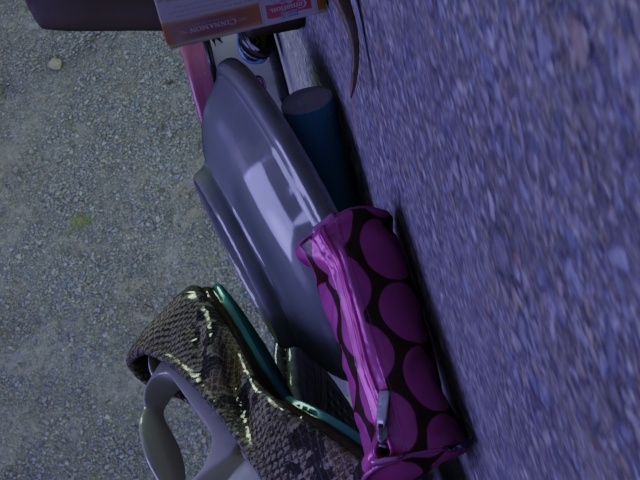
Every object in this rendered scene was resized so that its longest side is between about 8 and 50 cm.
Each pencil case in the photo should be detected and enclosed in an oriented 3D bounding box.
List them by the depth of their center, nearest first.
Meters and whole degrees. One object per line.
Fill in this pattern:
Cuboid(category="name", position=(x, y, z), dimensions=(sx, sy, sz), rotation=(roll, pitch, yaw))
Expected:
Cuboid(category="pencil case", position=(0.042, 0.075, 0.835), dimensions=(0.098, 0.095, 0.209), rotation=(16, -130, -52))

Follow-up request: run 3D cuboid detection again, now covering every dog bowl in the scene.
Cuboid(category="dog bowl", position=(-0.144, -0.256, 1.936), dimensions=(0.408, 0.150, 0.407), rotation=(165, 90, -86))

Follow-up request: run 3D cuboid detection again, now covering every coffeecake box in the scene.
Cuboid(category="coffeecake box", position=(-0.080, -0.261, 0.908), dimensions=(0.185, 0.142, 0.068), rotation=(79, 175, -49))

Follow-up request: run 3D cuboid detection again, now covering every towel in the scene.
Cuboid(category="towel", position=(0.036, 0.288, 1.277), dimensions=(0.324, 0.056, 0.312), rotation=(-96, -20, -56))

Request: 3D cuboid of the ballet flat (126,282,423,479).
Cuboid(category="ballet flat", position=(-0.063, 0.200, 1.057), dimensions=(0.483, 0.182, 0.164), rotation=(37, 164, 53))

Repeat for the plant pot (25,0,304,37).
Cuboid(category="plant pot", position=(-0.190, -0.350, 1.196), dimensions=(0.323, 0.281, 0.323), rotation=(164, 90, -86))

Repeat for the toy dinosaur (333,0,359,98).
Cuboid(category="toy dinosaur", position=(-0.006, -0.215, 0.779), dimensions=(0.211, 0.064, 0.112), rotation=(65, -173, 8))

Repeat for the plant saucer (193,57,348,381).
Cuboid(category="plant saucer", position=(-0.047, 0.003, 1.203), dimensions=(0.400, 0.101, 0.400), rotation=(61, 173, 12))

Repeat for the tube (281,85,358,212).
Cuboid(category="tube", position=(0.014, -0.055, 1.129), dimensions=(0.080, 0.052, 0.207), rotation=(-97, -10, -56))

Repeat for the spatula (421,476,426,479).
Cuboid(category="spatula", position=(0.125, 0.322, 1.021), dimensions=(0.084, 0.030, 0.296), rotation=(-139, 34, -78))

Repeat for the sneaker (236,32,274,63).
Cuboid(category="sneaker", position=(-0.101, -0.356, 1.643), dimensions=(0.078, 0.067, 0.188), rotation=(-1, 103, 65))

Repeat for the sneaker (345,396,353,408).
Cuboid(category="sneaker", position=(0.019, 0.290, 1.608), dimensions=(0.305, 0.152, 0.114), rotation=(103, 155, -80))
